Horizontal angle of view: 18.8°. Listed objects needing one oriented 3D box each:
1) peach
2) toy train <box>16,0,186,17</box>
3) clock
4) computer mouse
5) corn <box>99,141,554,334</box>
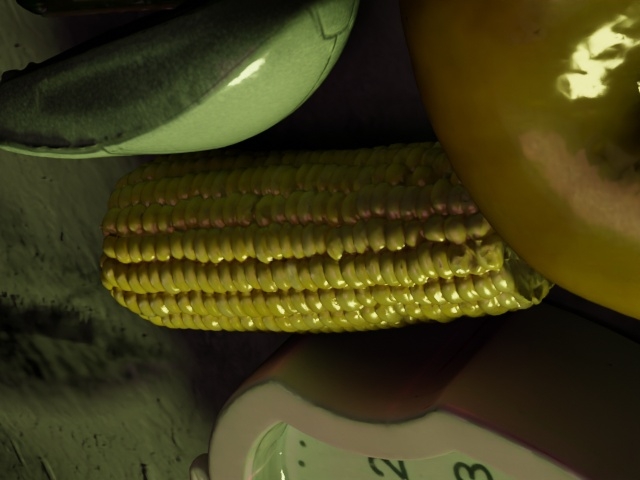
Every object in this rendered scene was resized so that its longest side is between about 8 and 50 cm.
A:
[{"bbox_3d":[0.154,-0.080,0.739,0.251,0.153,0.251,8,125,11],"label":"peach"},{"bbox_3d":[-0.129,-0.210,0.881,0.137,0.090,0.226,1,123,27],"label":"toy train"},{"bbox_3d":[0.092,0.181,1.012,0.338,0.102,0.339,20,132,24],"label":"clock"},{"bbox_3d":[-0.071,-0.073,0.923,0.229,0.113,0.068,-13,103,40],"label":"computer mouse"},{"bbox_3d":[0.000,0.000,0.942,0.244,0.093,0.093,0,122,35],"label":"corn"}]
